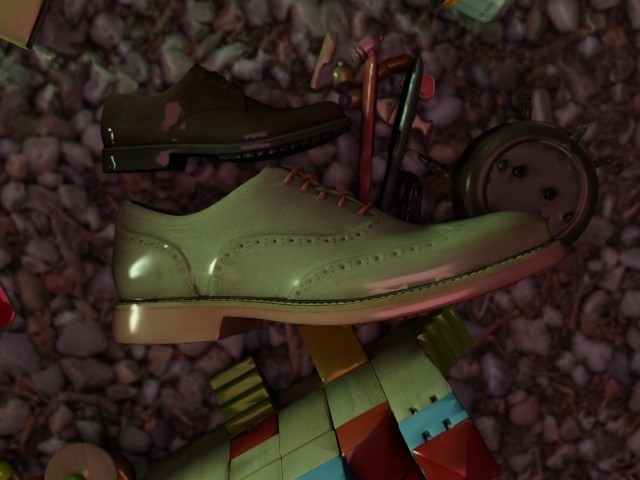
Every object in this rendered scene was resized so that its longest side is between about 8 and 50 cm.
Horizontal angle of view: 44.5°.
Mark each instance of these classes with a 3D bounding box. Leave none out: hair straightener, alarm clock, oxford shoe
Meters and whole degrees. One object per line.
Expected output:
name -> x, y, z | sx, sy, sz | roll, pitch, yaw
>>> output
hair straightener -> 0.076, -0.055, 0.723 | 0.089, 0.047, 0.230 | 3, 102, -3
alarm clock -> 0.181, -0.031, 0.736 | 0.129, 0.064, 0.192 | 35, 96, -6
oxford shoe -> 0.000, 0.000, 0.664 | 0.397, 0.140, 0.146 | -7, 88, 8
oxford shoe -> -0.085, -0.114, 0.700 | 0.227, 0.083, 0.096 | -4, 92, -4

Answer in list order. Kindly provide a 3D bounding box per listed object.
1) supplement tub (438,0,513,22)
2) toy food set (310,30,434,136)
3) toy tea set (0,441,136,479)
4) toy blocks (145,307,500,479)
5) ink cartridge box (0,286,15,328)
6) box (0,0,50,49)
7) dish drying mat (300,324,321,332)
supplement tub -> 0.093, -0.279, 0.676 | 0.190, 0.117, 0.117 | 24, 94, -5
toy food set -> 0.056, -0.152, 0.734 | 0.122, 0.019, 0.078 | 18, 94, -5
toy tea set -> -0.300, 0.323, 0.701 | 0.200, 0.124, 0.336 | 26, 90, -3
toy blocks -> -0.010, 0.210, 0.640 | 0.381, 0.261, 0.191 | -29, 100, 1
ink cartridge box -> -0.468, 0.012, 0.665 | 0.272, 0.130, 0.309 | -29, 96, -1
box -> -0.326, -0.287, 0.697 | 0.201, 0.021, 0.164 | 23, 94, -6
dish drying mat -> 0.003, 0.086, 0.761 | 0.032, 0.008, 0.083 | -37, 97, 2
